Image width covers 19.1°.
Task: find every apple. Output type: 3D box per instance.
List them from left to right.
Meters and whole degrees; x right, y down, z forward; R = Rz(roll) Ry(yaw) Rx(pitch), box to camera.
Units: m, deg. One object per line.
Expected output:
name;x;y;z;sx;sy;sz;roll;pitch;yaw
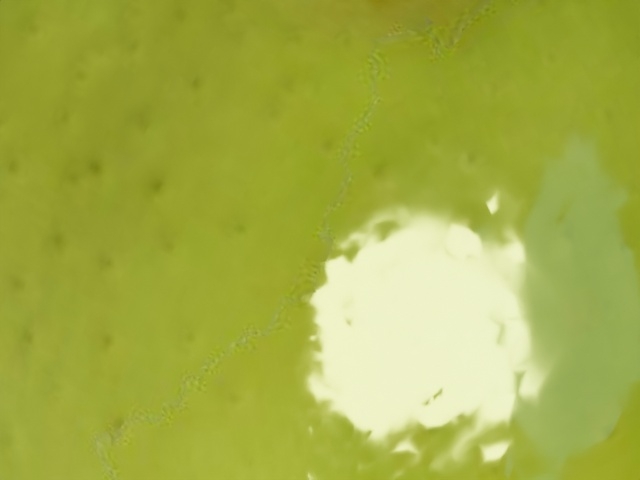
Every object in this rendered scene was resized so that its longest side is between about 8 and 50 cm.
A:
apple;0.000;0.000;0.632;0.357;0.357;0.357;-35;138;-39
